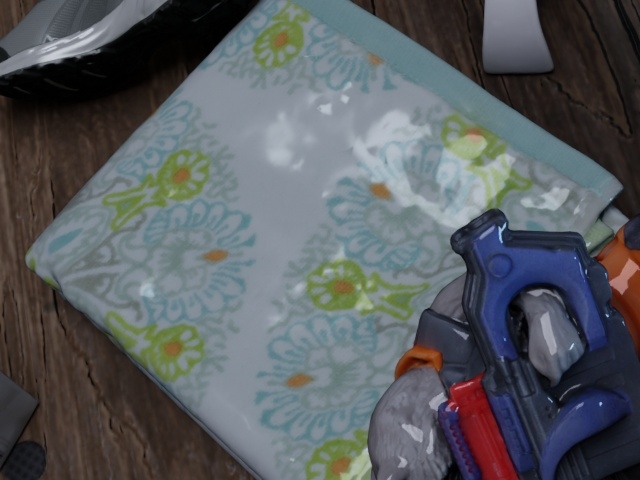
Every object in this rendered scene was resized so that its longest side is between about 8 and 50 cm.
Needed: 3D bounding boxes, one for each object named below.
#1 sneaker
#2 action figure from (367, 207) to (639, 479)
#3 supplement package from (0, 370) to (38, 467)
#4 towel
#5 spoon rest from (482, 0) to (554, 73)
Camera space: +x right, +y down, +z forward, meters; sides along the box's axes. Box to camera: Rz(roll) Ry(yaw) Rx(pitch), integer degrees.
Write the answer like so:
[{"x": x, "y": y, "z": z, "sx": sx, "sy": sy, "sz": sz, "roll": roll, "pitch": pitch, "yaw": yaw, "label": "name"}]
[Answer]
[{"x": -0.175, "y": -0.193, "z": 1.152, "sx": 0.271, "sy": 0.100, "sz": 0.108, "roll": -25, "pitch": 75, "yaw": 20, "label": "sneaker"}, {"x": 0.183, "y": 0.107, "z": 0.882, "sx": 0.330, "sy": 0.341, "sz": 0.178, "roll": -18, "pitch": 17, "yaw": -12, "label": "action figure"}, {"x": -0.365, "y": 0.113, "z": 1.059, "sx": 0.244, "sy": 0.134, "sz": 0.139, "roll": 21, "pitch": 71, "yaw": 24, "label": "supplement package"}, {"x": 0.000, "y": 0.000, "z": 1.036, "sx": 0.374, "sy": 0.090, "sz": 0.320, "roll": 38, "pitch": 78, "yaw": 29, "label": "towel"}, {"x": 0.166, "y": -0.270, "z": 1.129, "sx": 0.137, "sy": 0.084, "sz": 0.276, "roll": 0, "pitch": 64, "yaw": 16, "label": "spoon rest"}]
